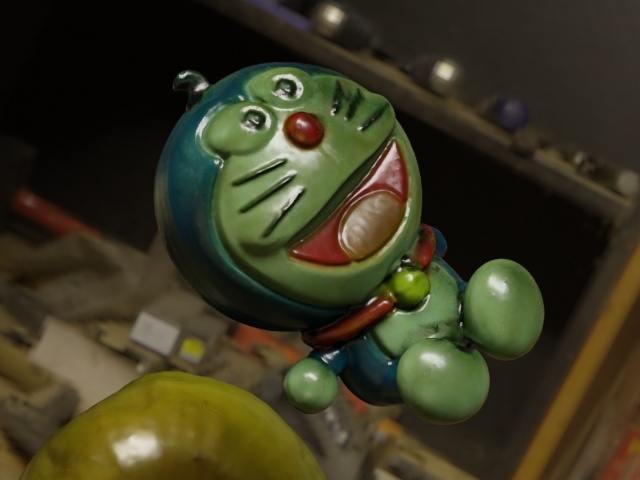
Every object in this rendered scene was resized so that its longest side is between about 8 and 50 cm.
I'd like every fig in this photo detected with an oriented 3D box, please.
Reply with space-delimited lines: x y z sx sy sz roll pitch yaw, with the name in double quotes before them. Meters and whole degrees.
"fig" -0.141 0.286 1.682 0.343 0.343 0.343 26 9 -4

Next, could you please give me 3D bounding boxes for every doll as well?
"doll" 0.001 0.000 1.282 0.322 0.198 0.186 53 -30 -7
